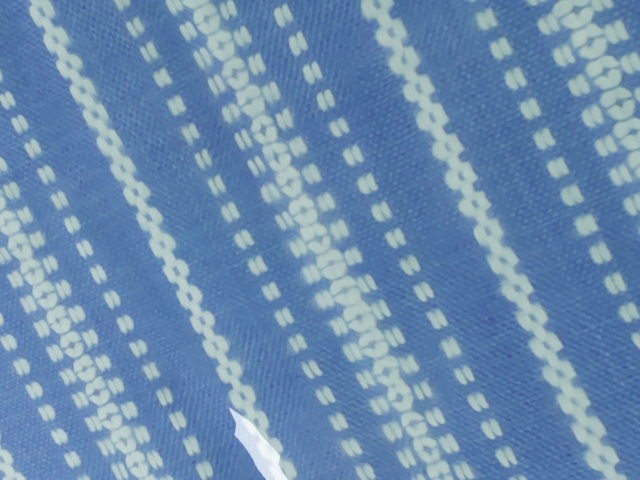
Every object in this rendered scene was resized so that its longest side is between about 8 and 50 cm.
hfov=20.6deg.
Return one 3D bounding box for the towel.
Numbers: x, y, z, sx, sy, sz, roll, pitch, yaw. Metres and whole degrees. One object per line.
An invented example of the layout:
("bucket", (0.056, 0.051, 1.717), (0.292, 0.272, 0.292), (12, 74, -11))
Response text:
("towel", (0.000, 0.000, 0.387), (0.336, 0.040, 0.243), (-23, 98, 31))
